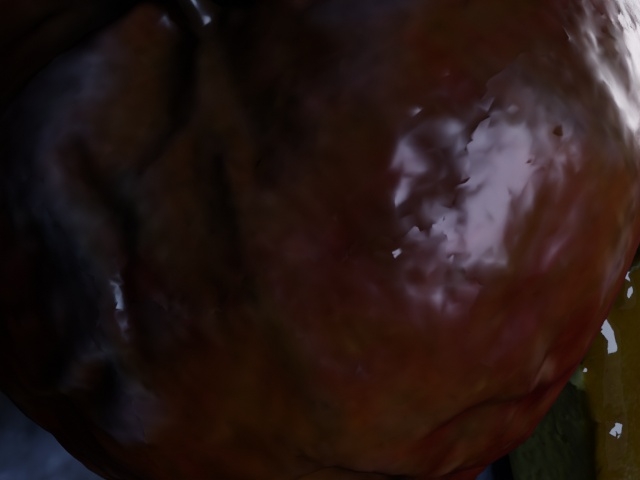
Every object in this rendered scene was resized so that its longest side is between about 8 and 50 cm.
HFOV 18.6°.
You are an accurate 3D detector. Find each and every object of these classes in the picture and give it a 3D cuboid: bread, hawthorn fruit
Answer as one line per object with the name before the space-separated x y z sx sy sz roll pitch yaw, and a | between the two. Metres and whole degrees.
bread | 0.210 0.015 1.007 0.361 0.077 0.138 -32 122 -43
hawthorn fruit | 0.000 0.000 0.638 0.242 0.242 0.272 -55 145 -28
